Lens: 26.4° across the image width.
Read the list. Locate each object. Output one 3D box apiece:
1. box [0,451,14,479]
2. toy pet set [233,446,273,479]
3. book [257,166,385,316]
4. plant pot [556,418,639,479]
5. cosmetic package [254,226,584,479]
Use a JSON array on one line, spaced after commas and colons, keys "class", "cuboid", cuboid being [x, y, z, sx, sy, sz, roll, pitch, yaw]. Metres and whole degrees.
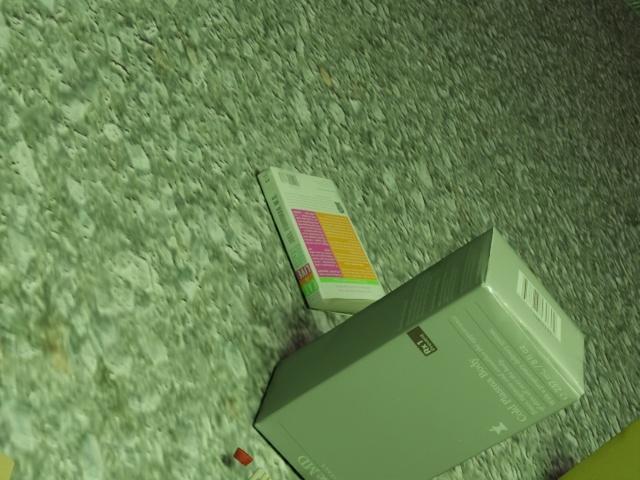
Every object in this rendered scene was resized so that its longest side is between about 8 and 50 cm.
[{"class": "box", "cuboid": [-0.260, 0.126, 0.725, 0.201, 0.021, 0.164, 43, 29, -25]}, {"class": "toy pet set", "cuboid": [-0.021, 0.227, 1.008, 0.122, 0.065, 0.114, 42, -5, -34]}, {"class": "book", "cuboid": [0.000, 0.000, 1.305, 0.096, 0.035, 0.144, 11, 51, -52]}, {"class": "plant pot", "cuboid": [0.342, 0.309, 1.373, 0.212, 0.212, 0.187, 36, 20, -37]}, {"class": "cosmetic package", "cuboid": [0.078, 0.110, 1.085, 0.127, 0.238, 0.107, 47, 25, -14]}]
